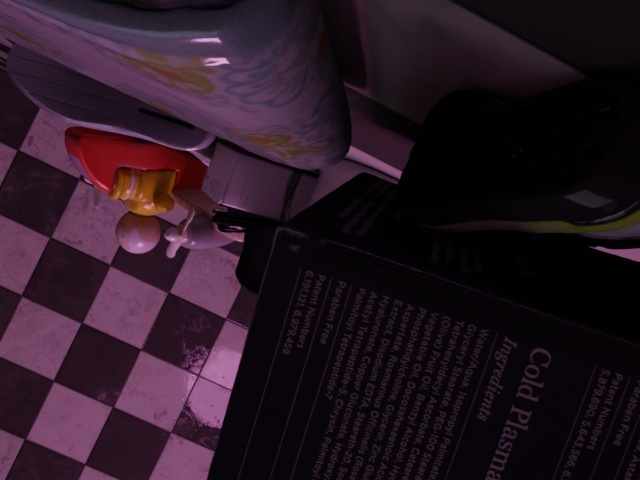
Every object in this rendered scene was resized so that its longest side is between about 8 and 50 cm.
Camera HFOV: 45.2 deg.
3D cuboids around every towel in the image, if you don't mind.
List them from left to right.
[{"bbox_3d":[-0.159,-0.162,0.455,0.374,0.090,0.320,26,-178,8],"label":"towel"}]

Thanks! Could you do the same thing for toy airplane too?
[{"bbox_3d":[-0.301,-0.095,1.518,0.384,0.273,0.386,27,-179,-6],"label":"toy airplane"}]

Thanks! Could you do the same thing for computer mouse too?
[{"bbox_3d":[-0.061,0.006,1.094,0.188,0.072,0.272,15,-161,-13],"label":"computer mouse"}]

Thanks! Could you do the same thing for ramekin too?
[{"bbox_3d":[0.075,-0.018,1.015,0.207,0.109,0.207,26,178,1],"label":"ramekin"}]

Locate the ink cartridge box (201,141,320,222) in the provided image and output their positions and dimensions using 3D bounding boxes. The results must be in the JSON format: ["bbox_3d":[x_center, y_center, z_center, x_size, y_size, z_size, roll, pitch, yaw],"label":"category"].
[{"bbox_3d":[-0.066,-0.076,1.154,0.190,0.082,0.139,17,-173,-24],"label":"ink cartridge box"}]

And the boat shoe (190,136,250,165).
[{"bbox_3d":[-0.150,-0.146,1.231,0.227,0.079,0.081,33,-176,-35],"label":"boat shoe"}]

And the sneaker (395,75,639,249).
[{"bbox_3d":[0.121,-0.026,0.413,0.097,0.084,0.234,24,180,-20],"label":"sneaker"}]

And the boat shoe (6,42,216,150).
[{"bbox_3d":[-0.289,-0.196,1.087,0.302,0.109,0.094,23,-179,-3],"label":"boat shoe"}]

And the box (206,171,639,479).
[{"bbox_3d":[0.128,0.093,0.527,0.312,0.179,0.343,17,-168,7],"label":"box"}]
